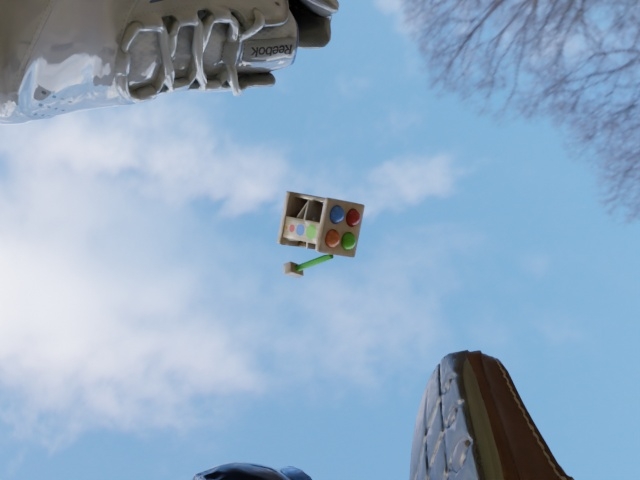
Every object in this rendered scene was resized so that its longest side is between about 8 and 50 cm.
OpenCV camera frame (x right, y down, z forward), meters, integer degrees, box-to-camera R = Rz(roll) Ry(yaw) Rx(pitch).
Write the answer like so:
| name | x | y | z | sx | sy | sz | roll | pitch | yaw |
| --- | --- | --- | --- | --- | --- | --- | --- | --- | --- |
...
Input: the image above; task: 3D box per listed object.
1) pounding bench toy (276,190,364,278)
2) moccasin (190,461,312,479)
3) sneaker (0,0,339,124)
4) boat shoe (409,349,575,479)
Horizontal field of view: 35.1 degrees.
| name | x | y | z | sx | sy | sz | roll | pitch | yaw |
| --- | --- | --- | --- | --- | --- | --- | --- | --- | --- |
| pounding bench toy | 0.000 | 0.000 | 0.967 | 0.052 | 0.065 | 0.083 | 8 | -87 | -46 |
| moccasin | -0.026 | 0.217 | 0.303 | 0.117 | 0.137 | 0.342 | 3 | -138 | -18 |
| sneaker | -0.085 | -0.132 | 0.578 | 0.129 | 0.111 | 0.297 | 30 | -144 | 12 |
| boat shoe | 0.139 | 0.221 | 0.622 | 0.120 | 0.122 | 0.324 | 3 | -128 | -18 |
